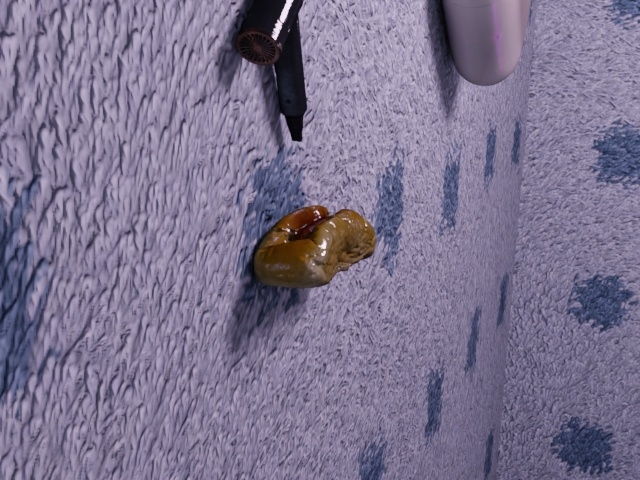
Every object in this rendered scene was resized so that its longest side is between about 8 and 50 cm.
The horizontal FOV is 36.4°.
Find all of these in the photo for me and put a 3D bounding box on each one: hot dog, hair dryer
[{"bbox_3d":[0.000,0.000,1.107,0.242,0.084,0.073,-24,119,-68],"label":"hot dog"},{"bbox_3d":[-0.028,-0.202,1.026,0.194,0.050,0.173,79,26,-52],"label":"hair dryer"}]

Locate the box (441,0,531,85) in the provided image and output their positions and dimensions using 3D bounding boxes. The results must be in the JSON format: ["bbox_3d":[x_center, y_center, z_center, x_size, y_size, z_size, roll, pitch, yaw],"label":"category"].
[{"bbox_3d":[0.310,-0.478,1.798,0.349,0.141,0.288,66,36,-57],"label":"box"}]
